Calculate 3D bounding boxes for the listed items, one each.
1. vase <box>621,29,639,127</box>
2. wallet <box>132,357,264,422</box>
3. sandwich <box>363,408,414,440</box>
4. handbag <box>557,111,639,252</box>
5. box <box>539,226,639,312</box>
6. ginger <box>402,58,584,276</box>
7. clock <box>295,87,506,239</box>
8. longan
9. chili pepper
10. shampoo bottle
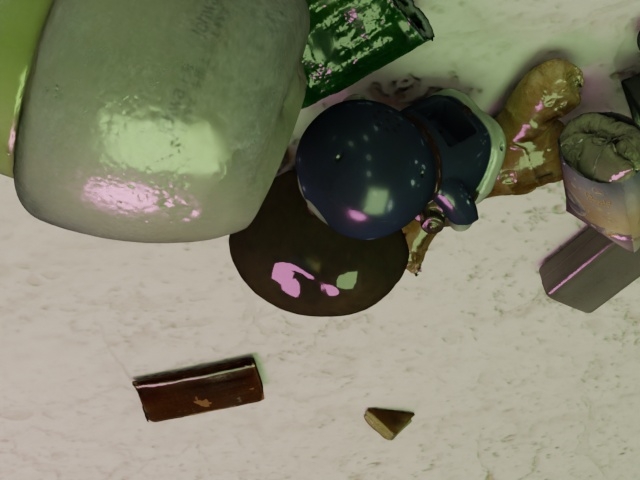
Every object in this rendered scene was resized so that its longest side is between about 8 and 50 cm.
[{"bbox_3d":[0.492,-0.182,1.610,0.300,0.156,0.251,-26,113,10],"label":"vase"},{"bbox_3d":[-0.173,0.214,2.016,0.176,0.026,0.095,-13,135,1],"label":"wallet"},{"bbox_3d":[0.107,0.284,2.149,0.083,0.044,0.031,8,142,-18],"label":"sandwich"},{"bbox_3d":[0.335,-0.075,1.621,0.095,0.117,0.173,-45,146,-14],"label":"handbag"},{"bbox_3d":[0.408,0.003,1.867,0.103,0.055,0.243,21,132,-34],"label":"box"},{"bbox_3d":[0.203,-0.086,1.691,0.333,0.081,0.148,-38,134,25],"label":"ginger"},{"bbox_3d":[0.080,-0.090,1.561,0.243,0.199,0.146,-18,151,-42],"label":"clock"},{"bbox_3d":[0.000,0.000,1.669,0.212,0.198,0.198,3,146,23],"label":"longan"},{"bbox_3d":[-0.025,-0.190,1.505,0.270,0.099,0.136,-31,148,19],"label":"chili pepper"},{"bbox_3d":[-0.172,-0.158,1.325,0.317,0.322,0.322,17,137,0],"label":"shampoo bottle"}]
